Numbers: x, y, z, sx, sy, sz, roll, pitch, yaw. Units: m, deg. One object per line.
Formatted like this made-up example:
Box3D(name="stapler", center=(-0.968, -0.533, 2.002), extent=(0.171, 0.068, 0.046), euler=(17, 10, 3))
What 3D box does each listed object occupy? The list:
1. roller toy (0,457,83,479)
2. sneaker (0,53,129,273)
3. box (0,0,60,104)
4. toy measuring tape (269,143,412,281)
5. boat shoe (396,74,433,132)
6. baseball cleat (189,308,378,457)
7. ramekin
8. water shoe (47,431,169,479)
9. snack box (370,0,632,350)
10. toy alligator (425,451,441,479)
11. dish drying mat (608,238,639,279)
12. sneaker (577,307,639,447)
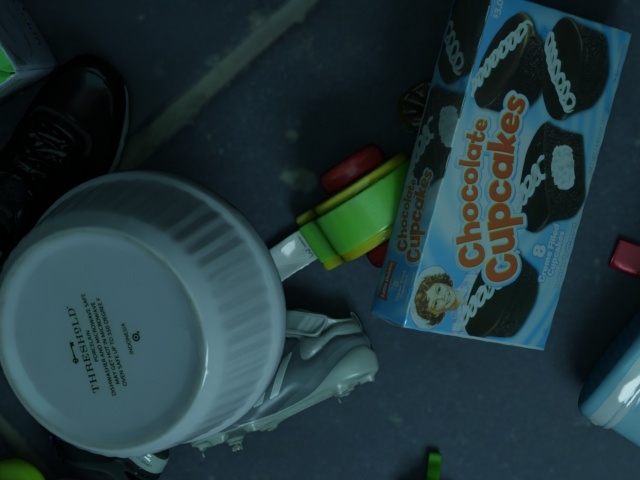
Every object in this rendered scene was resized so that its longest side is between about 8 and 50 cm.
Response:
Box3D(name="roller toy", center=(-0.272, 0.334, 1.772), extent=(0.191, 0.146, 0.209), euler=(35, 106, 21))
Box3D(name="sneaker", center=(-0.280, -0.051, 1.767), extent=(0.107, 0.124, 0.283), euler=(31, 96, 1))
Box3D(name="box", center=(-0.402, -0.145, 1.715), extent=(0.262, 0.231, 0.126), euler=(-30, 96, 6))
Box3D(name="toy measuring tape", center=(0.000, 0.000, 1.757), extent=(0.330, 0.121, 0.121), euler=(-32, 91, 6))
Box3D(name="boat shoe", center=(0.146, -0.152, 1.775), extent=(0.153, 0.048, 0.056), euler=(-31, 79, -1))
Box3D(name="baseball cleat", center=(-0.047, 0.133, 1.802), extent=(0.206, 0.072, 0.109), euler=(-23, 79, 1))
Box3D(name="ramekin", center=(-0.177, 0.075, 1.667), extent=(0.273, 0.127, 0.272), euler=(4, 104, 18))
Box3D(name="water shoe", center=(-0.251, 0.186, 1.810), extent=(0.203, 0.073, 0.080), euler=(35, 104, 4))
Box3D(name="snack box", center=(0.173, -0.065, 1.716), extent=(0.187, 0.060, 0.321), euler=(11, 97, -37))
Box3D(name="toy alligator", center=(0.103, 0.307, 1.802), extent=(0.056, 0.051, 0.189), euler=(8, 95, 4))
Box3D(name="dish drying mat", center=(0.329, 0.027, 1.788), extent=(0.083, 0.008, 0.032), euler=(21, 97, 1))
Box3D(name="sneaker", center=(0.420, 0.100, 1.726), extent=(0.208, 0.127, 0.319), euler=(39, 108, 0))
